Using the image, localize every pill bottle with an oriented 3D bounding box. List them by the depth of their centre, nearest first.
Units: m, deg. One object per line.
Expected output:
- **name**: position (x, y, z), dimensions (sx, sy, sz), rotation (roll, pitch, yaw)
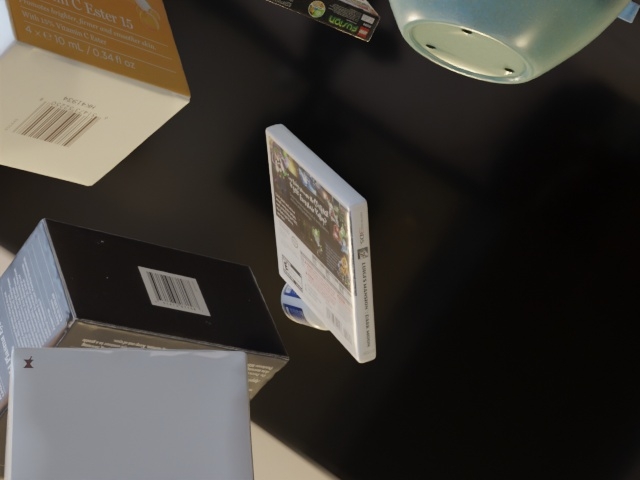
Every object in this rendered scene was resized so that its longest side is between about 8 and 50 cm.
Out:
- **pill bottle**: position (0.000, 0.080, 1.898), dimensions (0.067, 0.067, 0.120), rotation (33, 171, -21)

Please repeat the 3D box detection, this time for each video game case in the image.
- **video game case**: position (0.000, 0.000, 1.418), dimensions (0.022, 0.173, 0.190), rotation (-17, -148, -19)

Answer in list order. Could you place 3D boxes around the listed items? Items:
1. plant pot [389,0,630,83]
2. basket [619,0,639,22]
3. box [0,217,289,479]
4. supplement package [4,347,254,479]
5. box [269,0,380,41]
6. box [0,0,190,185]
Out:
- **plant pot**: position (0.173, -0.266, 1.406), dimensions (0.290, 0.195, 0.290), rotation (19, 169, 4)
- **basket**: position (0.227, -0.354, 1.809), dimensions (0.255, 0.201, 0.289), rotation (17, -168, -41)
- **box**: position (-0.281, 0.166, 1.946), dimensions (0.343, 0.312, 0.179), rotation (15, -144, -40)
- **supplement package**: position (-0.165, 0.201, 1.227), dimensions (0.194, 0.203, 0.149), rotation (2, -123, -12)
- **box**: position (-0.035, -0.313, 1.807), dimensions (0.207, 0.036, 0.114), rotation (19, -160, -22)
- **box**: position (-0.295, -0.256, 1.454), dimensions (0.215, 0.168, 0.345), rotation (13, -131, -47)
